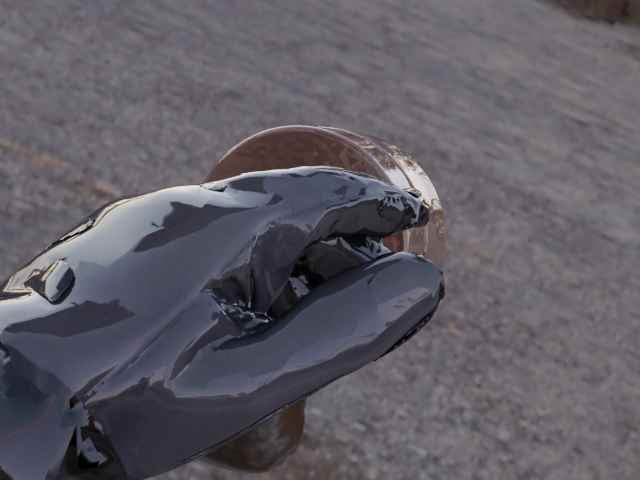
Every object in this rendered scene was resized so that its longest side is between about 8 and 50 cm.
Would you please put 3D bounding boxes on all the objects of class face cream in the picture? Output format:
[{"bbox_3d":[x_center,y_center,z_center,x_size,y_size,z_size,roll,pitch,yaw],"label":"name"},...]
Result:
[{"bbox_3d":[0.000,0.000,0.929,0.149,0.149,0.104,28,10,16],"label":"face cream"}]

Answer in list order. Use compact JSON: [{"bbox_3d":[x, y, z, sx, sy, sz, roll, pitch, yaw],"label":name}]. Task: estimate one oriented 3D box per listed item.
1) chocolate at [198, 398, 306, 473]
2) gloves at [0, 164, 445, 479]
[{"bbox_3d":[-0.133,0.117,1.223,0.254,0.157,0.080,18,28,34],"label":"chocolate"},{"bbox_3d":[-0.058,0.041,0.548,0.285,0.119,0.142,-24,28,-38],"label":"gloves"}]
